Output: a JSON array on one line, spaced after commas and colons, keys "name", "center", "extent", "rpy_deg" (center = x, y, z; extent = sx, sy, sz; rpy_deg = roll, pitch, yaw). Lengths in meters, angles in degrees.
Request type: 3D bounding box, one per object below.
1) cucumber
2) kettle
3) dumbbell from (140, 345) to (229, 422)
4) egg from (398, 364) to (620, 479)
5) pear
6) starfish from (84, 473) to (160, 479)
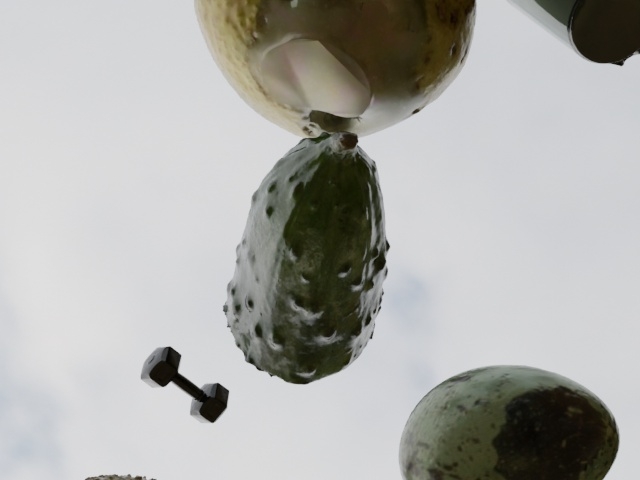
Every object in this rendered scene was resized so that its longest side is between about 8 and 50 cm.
[{"name": "cucumber", "center": [-0.003, -0.002, 1.110], "extent": [0.134, 0.244, 0.134], "rpy_deg": [7, -132, -8]}, {"name": "kettle", "center": [0.239, -0.241, 1.282], "extent": [0.098, 0.148, 0.126], "rpy_deg": [-8, -58, -15]}, {"name": "dumbbell", "center": [-0.120, 0.128, 1.233], "extent": [0.083, 0.036, 0.040], "rpy_deg": [40, -147, -24]}, {"name": "egg", "center": [0.093, 0.104, 0.691], "extent": [0.110, 0.085, 0.085], "rpy_deg": [-8, -82, 15]}, {"name": "pear", "center": [0.010, -0.227, 1.271], "extent": [0.271, 0.271, 0.271], "rpy_deg": [-1, -88, -30]}, {"name": "starfish", "center": [-0.061, 0.202, 0.788], "extent": [0.071, 0.238, 0.216], "rpy_deg": [-47, -42, -23]}]
